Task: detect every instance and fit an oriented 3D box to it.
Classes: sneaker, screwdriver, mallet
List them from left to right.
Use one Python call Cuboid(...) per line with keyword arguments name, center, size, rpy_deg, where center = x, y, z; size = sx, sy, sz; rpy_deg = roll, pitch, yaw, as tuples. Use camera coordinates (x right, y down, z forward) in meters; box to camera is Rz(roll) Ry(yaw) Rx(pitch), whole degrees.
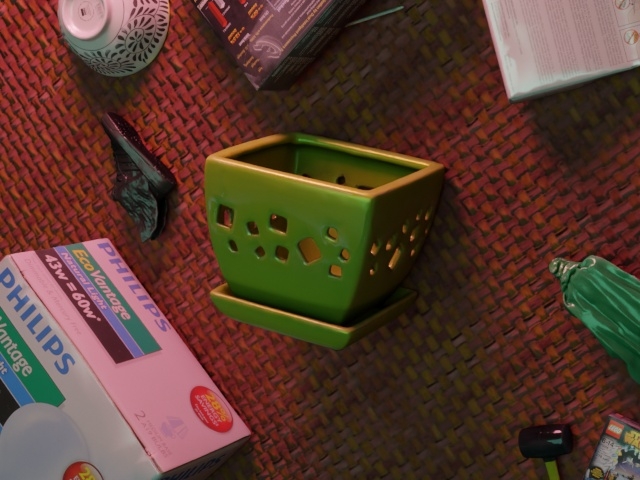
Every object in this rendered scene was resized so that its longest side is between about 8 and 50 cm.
Cuboid(name="sneaker", center=(-0.258, -0.086, 2.017), size=(0.170, 0.051, 0.089), rpy_deg=(47, 108, 11))
Cuboid(name="screwdriver", center=(0.029, -0.265, 1.869), size=(0.169, 0.024, 0.025), rpy_deg=(-8, 62, 30))
Cuboid(name="mallet", center=(0.296, 0.309, 1.793), size=(0.062, 0.039, 0.190), rpy_deg=(-20, 90, 30))

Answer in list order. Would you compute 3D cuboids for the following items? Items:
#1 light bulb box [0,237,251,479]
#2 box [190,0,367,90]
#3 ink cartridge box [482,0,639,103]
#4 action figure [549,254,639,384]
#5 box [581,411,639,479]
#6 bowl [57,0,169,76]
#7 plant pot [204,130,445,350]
Cuboid(name="light bulb box", center=(-0.357, 0.248, 2.004), size=(0.361, 0.225, 0.358), rpy_deg=(-44, 76, 24))
Cuboid(name="box", center=(-0.034, -0.374, 1.834), size=(0.307, 0.076, 0.242), rpy_deg=(-47, 70, 28))
Cuboid(name="ink cartridge box", center=(0.305, -0.273, 1.730), size=(0.224, 0.056, 0.181), rpy_deg=(-14, 89, 8))
Cuboid(name="action figure", center=(0.361, 0.089, 1.720), size=(0.232, 0.063, 0.137), rpy_deg=(37, 112, 15))
Cuboid(name="box", center=(0.384, 0.272, 1.746), size=(0.137, 0.027, 0.094), rpy_deg=(25, 105, 23))
Cuboid(name="bowl", center=(-0.293, -0.304, 1.997), size=(0.170, 0.080, 0.170), rpy_deg=(3, 98, 26))
Cuboid(name="plant pot", center=(0.000, 0.000, 1.807), size=(0.227, 0.228, 0.207), rpy_deg=(14, 109, 25))
